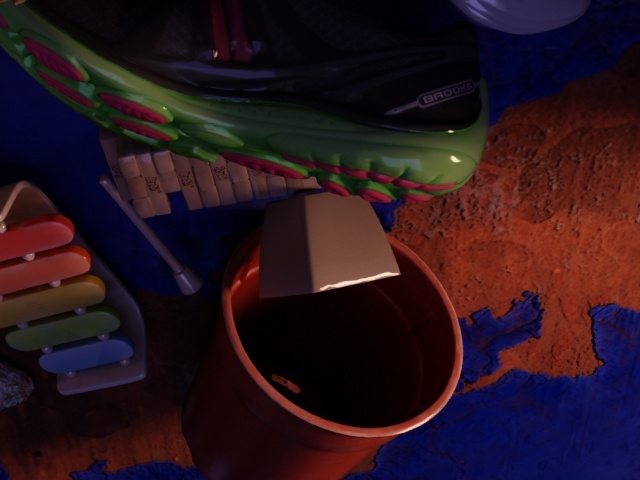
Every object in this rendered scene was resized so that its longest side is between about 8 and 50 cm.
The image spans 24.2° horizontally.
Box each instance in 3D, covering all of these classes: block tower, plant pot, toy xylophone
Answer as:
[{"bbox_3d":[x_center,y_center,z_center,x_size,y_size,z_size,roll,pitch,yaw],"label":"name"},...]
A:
[{"bbox_3d":[-0.043,-0.105,1.472,0.335,0.091,0.097,-10,139,2],"label":"block tower"},{"bbox_3d":[-0.021,0.155,1.652,0.272,0.272,0.265,10,142,-19],"label":"plant pot"},{"bbox_3d":[0.000,0.000,1.504,0.109,0.096,0.109,-12,-179,-32],"label":"plant pot"},{"bbox_3d":[-0.276,0.038,1.577,0.236,0.081,0.323,-19,137,26],"label":"toy xylophone"}]

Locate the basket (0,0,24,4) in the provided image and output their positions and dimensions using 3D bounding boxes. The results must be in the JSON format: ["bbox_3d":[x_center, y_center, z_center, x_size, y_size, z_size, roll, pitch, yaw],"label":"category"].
[{"bbox_3d":[-0.254,-0.326,1.103,0.223,0.213,0.299,-5,138,-5],"label":"basket"}]

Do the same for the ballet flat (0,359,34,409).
[{"bbox_3d":[-0.441,0.162,1.710,0.241,0.077,0.091,22,129,-30],"label":"ballet flat"}]

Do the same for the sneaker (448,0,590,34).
[{"bbox_3d":[0.136,-0.281,1.290,0.305,0.114,0.152,22,129,-30],"label":"sneaker"}]

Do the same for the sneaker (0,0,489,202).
[{"bbox_3d":[-0.079,-0.179,1.346,0.483,0.202,0.185,16,167,-6],"label":"sneaker"}]
